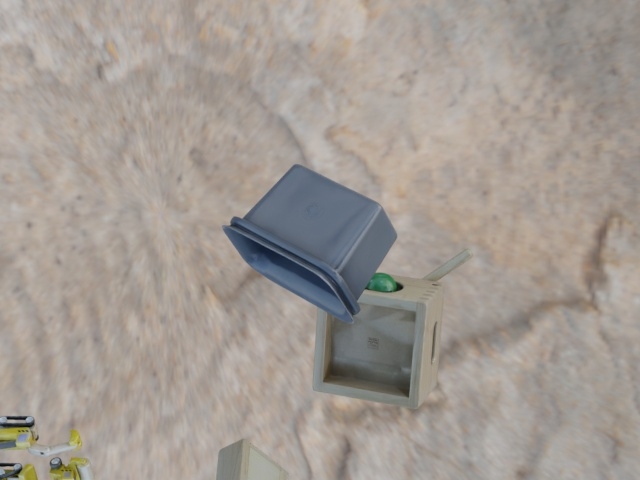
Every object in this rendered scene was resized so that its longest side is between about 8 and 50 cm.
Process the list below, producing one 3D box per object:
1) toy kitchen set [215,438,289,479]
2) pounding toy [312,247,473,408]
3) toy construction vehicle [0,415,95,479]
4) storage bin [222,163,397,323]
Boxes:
[{"bbox_3d":[-0.047,0.152,0.709,0.083,0.075,0.068,-28,128,27],"label":"toy kitchen set"},{"bbox_3d":[0.072,0.078,1.523,0.130,0.100,0.141,9,107,17],"label":"pounding toy"},{"bbox_3d":[-0.254,0.198,1.360,0.098,0.035,0.086,1,127,7],"label":"toy construction vehicle"},{"bbox_3d":[0.000,0.000,1.353,0.135,0.098,0.091,28,72,35],"label":"storage bin"}]
